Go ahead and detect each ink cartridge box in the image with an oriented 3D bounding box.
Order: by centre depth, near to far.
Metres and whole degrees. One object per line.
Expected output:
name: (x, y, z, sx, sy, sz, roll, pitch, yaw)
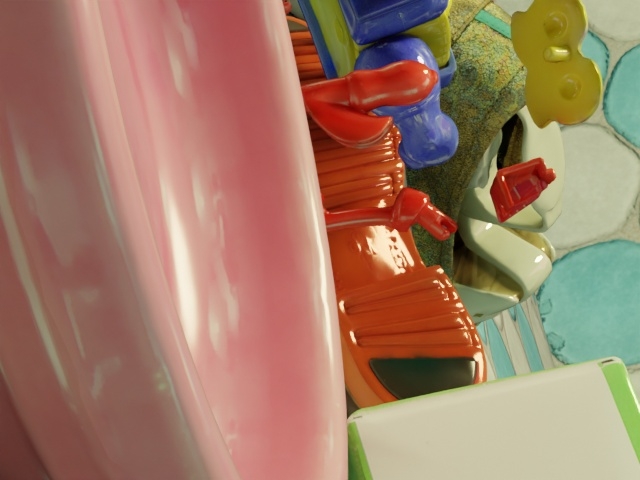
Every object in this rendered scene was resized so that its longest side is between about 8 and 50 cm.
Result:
ink cartridge box: (0.087, 0.207, 0.770, 0.273, 0.115, 0.198, 87, -11, -53)

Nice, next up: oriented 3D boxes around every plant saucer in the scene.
plant saucer: (-0.067, -0.044, 0.610, 0.332, 0.084, 0.332, -11, 90, -83)

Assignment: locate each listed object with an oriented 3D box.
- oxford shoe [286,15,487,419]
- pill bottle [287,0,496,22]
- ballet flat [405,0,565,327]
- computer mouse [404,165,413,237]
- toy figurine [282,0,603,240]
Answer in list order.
oxford shoe: (0.000, 0.000, 1.061, 0.098, 0.097, 0.271, 117, -40, -55)
pill bottle: (0.032, -0.216, 1.303, 0.301, 0.169, 0.169, 10, 63, -79)
ballet flat: (0.108, -0.020, 1.314, 0.348, 0.123, 0.123, 89, -7, -51)
computer mouse: (0.021, -0.003, 1.191, 0.188, 0.072, 0.272, -93, 176, -63)
toy figurine: (-0.011, -0.150, 0.984, 0.217, 0.191, 0.362, 88, -20, -80)
